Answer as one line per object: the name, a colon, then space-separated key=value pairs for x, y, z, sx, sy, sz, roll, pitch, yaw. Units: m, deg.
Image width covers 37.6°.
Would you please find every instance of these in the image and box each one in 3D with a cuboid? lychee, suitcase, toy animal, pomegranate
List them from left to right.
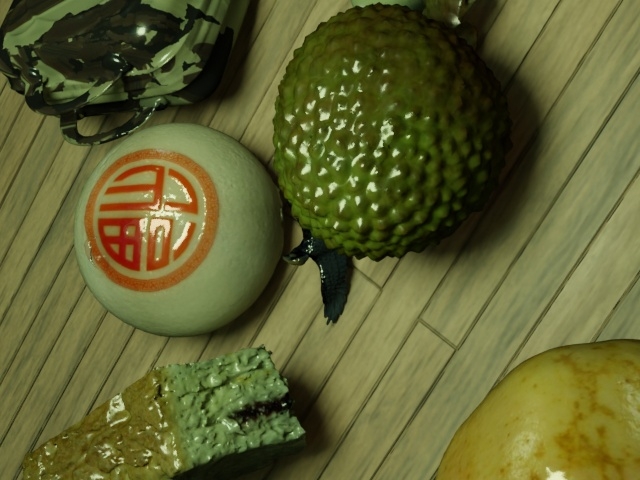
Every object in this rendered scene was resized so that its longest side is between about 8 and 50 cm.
suitcase: x=-0.278 y=-0.283 z=1.303 sx=0.351 sy=0.194 sz=0.339 roll=-2 pitch=61 yaw=33
toy animal: x=0.000 y=0.000 z=1.171 sx=0.062 sy=0.108 sz=0.220 roll=-3 pitch=114 yaw=31
lychee: x=0.078 y=-0.131 z=1.045 sx=0.270 sy=0.270 sz=0.320 roll=-28 pitch=35 yaw=27
pomegranate: x=0.261 y=0.240 z=0.866 sx=0.342 sy=0.342 sz=0.342 roll=-4 pitch=82 yaw=32

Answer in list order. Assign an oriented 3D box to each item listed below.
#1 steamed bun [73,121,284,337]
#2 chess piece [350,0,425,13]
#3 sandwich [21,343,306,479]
steamed bun: x=-0.193 y=-0.017 z=1.212 sx=0.283 sy=0.177 sz=0.283 roll=-2 pitch=83 yaw=14
chess piece: x=0.047 y=-0.371 z=1.171 sx=0.144 sy=0.144 sz=0.251 roll=-43 pitch=69 yaw=21
sandwich: x=-0.165 y=0.246 z=1.151 sx=0.325 sy=0.262 sz=0.131 roll=-33 pitch=69 yaw=25
